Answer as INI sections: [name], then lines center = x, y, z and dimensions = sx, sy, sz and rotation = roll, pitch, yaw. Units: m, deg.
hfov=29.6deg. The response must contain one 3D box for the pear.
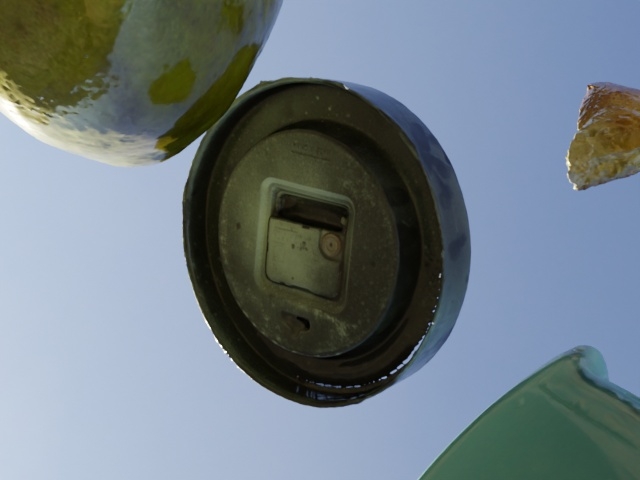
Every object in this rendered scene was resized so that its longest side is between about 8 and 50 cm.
[pear]
center = -0.192, -0.263, 1.063
dimensions = 0.413, 0.352, 0.352
rotation = 86, -19, -44

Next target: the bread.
[bread]
center = 0.325, -0.109, 1.228
dimensions = 0.136, 0.054, 0.154
rotation = 8, -131, 20

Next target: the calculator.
[calculator]
center = 0.188, 0.268, 1.111
dimensions = 0.386, 0.054, 0.256
rotation = -46, -137, -10

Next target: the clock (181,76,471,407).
[clock]
center = 0.000, 0.000, 1.404
dimensions = 0.386, 0.076, 0.386
rotation = 8, -77, 38
